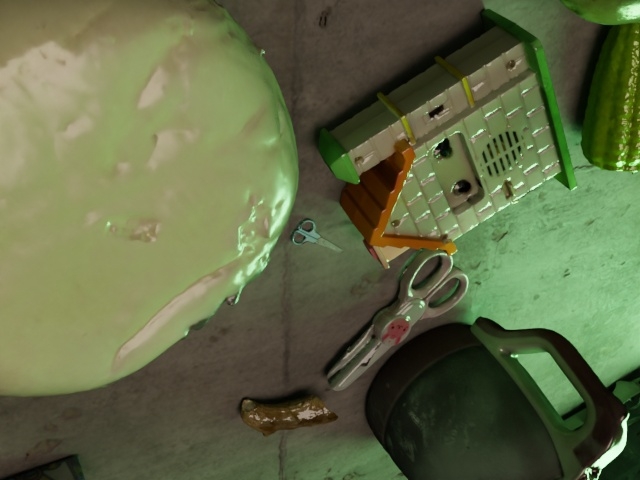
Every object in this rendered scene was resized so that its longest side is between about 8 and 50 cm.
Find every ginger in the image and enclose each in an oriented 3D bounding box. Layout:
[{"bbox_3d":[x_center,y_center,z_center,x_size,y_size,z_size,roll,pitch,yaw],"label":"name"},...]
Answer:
[{"bbox_3d":[-0.044,0.236,1.038,0.137,0.044,0.057,-2,152,-23],"label":"ginger"}]

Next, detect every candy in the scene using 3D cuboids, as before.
[{"bbox_3d":[0.384,-0.188,0.958,0.097,0.097,0.209,-18,124,-19],"label":"candy"}]

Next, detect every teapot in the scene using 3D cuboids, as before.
[{"bbox_3d":[0.259,0.267,1.058,0.233,0.312,0.314,14,114,-40],"label":"teapot"}]

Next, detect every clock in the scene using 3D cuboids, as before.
[{"bbox_3d":[0.140,-0.096,0.871,0.255,0.106,0.219,-32,132,-1],"label":"clock"}]

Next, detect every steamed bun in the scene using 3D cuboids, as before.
[{"bbox_3d":[-0.204,-0.068,0.592,0.334,0.233,0.311,-32,131,-19],"label":"steamed bun"}]

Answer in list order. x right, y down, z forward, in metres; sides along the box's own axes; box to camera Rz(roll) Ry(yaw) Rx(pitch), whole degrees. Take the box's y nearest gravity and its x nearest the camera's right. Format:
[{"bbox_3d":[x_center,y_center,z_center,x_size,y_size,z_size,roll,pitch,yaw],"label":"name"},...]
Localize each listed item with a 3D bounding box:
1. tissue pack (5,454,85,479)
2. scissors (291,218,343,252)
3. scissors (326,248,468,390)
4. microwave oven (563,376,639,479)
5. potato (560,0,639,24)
[{"bbox_3d":[-0.338,0.331,0.876,0.155,0.115,0.065,-14,131,-23],"label":"tissue pack"},{"bbox_3d":[0.000,0.000,0.915,0.083,0.006,0.036,25,105,-41],"label":"scissors"},{"bbox_3d":[0.100,0.115,1.043,0.242,0.030,0.118,-46,133,0],"label":"scissors"},{"bbox_3d":[0.565,0.441,1.395,0.355,0.286,0.218,-26,131,-7],"label":"microwave oven"},{"bbox_3d":[0.363,-0.323,0.787,0.308,0.173,0.210,-3,121,-32],"label":"potato"}]
